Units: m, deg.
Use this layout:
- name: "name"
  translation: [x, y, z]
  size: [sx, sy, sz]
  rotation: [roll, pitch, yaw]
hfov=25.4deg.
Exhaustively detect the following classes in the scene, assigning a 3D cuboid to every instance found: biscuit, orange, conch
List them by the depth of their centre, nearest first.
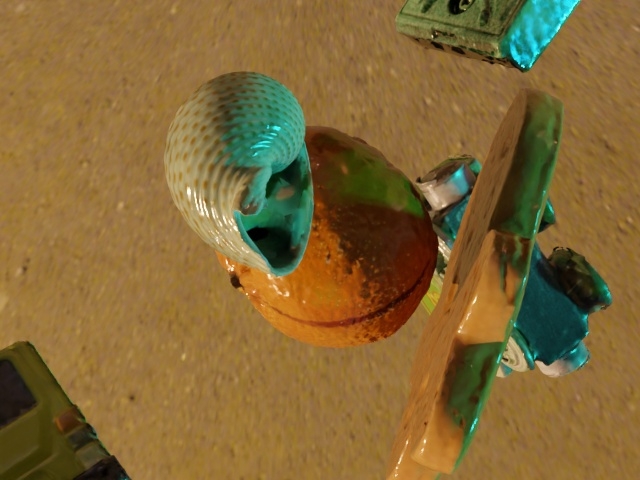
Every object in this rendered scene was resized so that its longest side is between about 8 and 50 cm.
- name: "conch"
  translation: [-0.033, -0.024, 0.571]
  size: [0.056, 0.085, 0.076]
  rotation: [-5, 132, 26]
- name: "orange"
  translation: [0.000, 0.000, 1.156]
  size: [0.161, 0.193, 0.193]
  rotation: [-43, 104, -14]
- name: "biscuit"
  translation: [0.136, 0.039, 1.182]
  size: [0.052, 0.275, 0.355]
  rotation: [21, 65, -1]

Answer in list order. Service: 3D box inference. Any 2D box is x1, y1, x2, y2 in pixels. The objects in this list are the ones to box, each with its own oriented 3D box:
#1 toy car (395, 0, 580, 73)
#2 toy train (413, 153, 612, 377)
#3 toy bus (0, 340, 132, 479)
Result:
- name: "toy car"
  translation: [0.190, -0.265, 1.058]
  size: [0.097, 0.141, 0.321]
  rotation: [40, 82, -34]
- name: "toy train"
  translation: [0.210, 0.031, 1.781]
  size: [0.173, 0.249, 0.307]
  rotation: [-38, 104, -14]
- name: "toy bus"
  translation: [-0.163, 0.189, 0.855]
  size: [0.128, 0.150, 0.262]
  rotation: [-33, 147, -14]
